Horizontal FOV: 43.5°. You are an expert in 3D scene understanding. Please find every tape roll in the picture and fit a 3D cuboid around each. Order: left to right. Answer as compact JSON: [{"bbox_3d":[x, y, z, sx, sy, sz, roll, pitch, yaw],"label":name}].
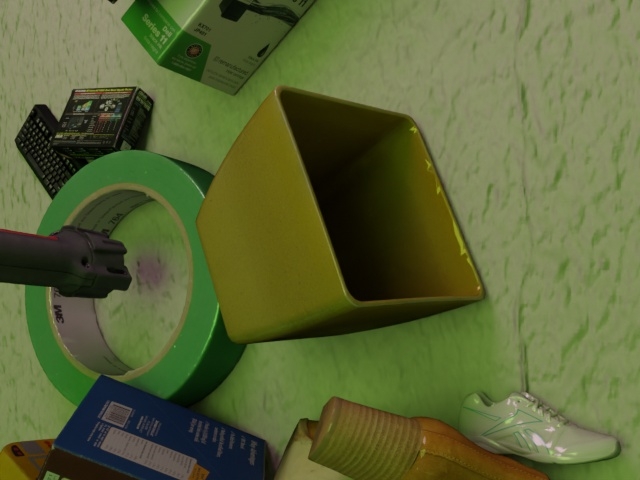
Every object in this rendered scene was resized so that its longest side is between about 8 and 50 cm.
[{"bbox_3d":[-0.225,0.053,0.985,0.321,0.077,0.321,-5,80,30],"label":"tape roll"}]

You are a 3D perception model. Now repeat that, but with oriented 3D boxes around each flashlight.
[{"bbox_3d":[-0.344,0.006,0.838,0.103,0.304,0.103,-18,75,27],"label":"flashlight"}]

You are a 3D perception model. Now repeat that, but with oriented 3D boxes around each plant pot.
[{"bbox_3d":[0.000,0.000,0.798,0.187,0.212,0.212,-33,67,37],"label":"plant pot"}]

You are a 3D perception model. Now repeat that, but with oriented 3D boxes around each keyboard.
[{"bbox_3d":[-0.366,-0.121,1.123,0.108,0.023,0.180,-49,64,15],"label":"keyboard"}]

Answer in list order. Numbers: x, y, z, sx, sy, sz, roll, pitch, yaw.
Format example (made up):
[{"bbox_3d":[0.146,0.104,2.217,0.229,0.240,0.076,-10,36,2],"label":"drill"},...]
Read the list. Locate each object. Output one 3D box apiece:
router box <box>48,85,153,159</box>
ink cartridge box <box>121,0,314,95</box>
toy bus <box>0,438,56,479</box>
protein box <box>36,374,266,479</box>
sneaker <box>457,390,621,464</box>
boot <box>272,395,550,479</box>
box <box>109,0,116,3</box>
[{"bbox_3d":[-0.290,-0.154,1.059,0.122,0.038,0.092,5,68,30],"label":"router box"},{"bbox_3d":[-0.097,-0.283,0.912,0.208,0.153,0.087,-46,66,18],"label":"ink cartridge box"},{"bbox_3d":[-0.387,0.416,0.996,0.108,0.130,0.332,32,100,30],"label":"toy bus"},{"bbox_3d":[-0.173,0.260,0.808,0.201,0.200,0.136,24,97,-6],"label":"protein box"},{"bbox_3d":[0.195,0.171,0.735,0.152,0.054,0.061,0,81,31],"label":"sneaker"},{"bbox_3d":[0.070,0.241,0.761,0.211,0.295,0.104,24,60,-5],"label":"boot"},{"bbox_3d":[-0.117,-0.465,0.886,0.395,0.097,0.318,-43,22,19],"label":"box"}]
